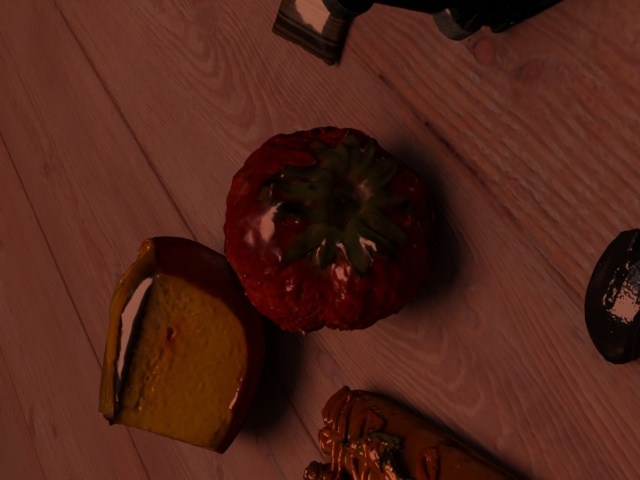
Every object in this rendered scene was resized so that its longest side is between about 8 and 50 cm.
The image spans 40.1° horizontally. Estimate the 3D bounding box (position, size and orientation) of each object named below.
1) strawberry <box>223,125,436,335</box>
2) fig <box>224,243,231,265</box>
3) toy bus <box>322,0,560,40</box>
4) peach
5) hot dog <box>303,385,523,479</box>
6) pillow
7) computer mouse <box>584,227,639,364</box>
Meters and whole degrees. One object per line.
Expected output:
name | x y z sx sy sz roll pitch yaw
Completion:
strawberry | 0.000 0.000 1.063 0.277 0.257 0.257 126 130 -57
fig | -0.059 -0.006 1.230 0.185 0.126 0.133 119 147 -40
toy bus | 0.098 -0.319 0.831 0.161 0.323 0.194 -20 74 52
peach | -0.206 0.157 1.331 0.380 0.242 0.306 137 143 -70
hot dog | 0.102 0.292 1.033 0.348 0.117 0.158 26 112 50
pillow | 0.008 -0.349 1.168 0.113 0.038 0.204 33 119 19
computer mouse | 0.286 0.054 0.829 0.079 0.047 0.135 31 115 47
